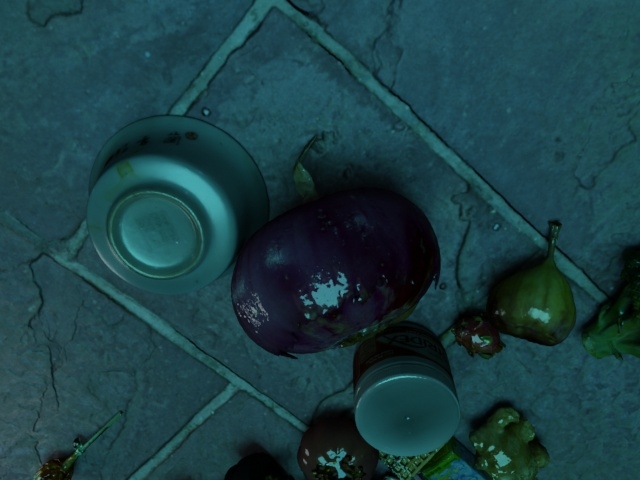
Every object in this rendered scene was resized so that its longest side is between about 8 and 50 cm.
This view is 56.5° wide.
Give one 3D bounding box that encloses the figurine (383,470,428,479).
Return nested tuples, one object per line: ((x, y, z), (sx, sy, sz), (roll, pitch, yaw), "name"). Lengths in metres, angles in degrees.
((0.189, 0.562, 1.392), (0.129, 0.054, 0.072), (-26, 95, 21), "figurine")

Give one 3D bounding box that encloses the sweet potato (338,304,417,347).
((0.115, 0.156, 1.204), (0.202, 0.055, 0.058), (-32, 95, 14), "sweet potato")

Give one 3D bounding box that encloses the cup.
((-0.276, -0.038, 1.079), (0.348, 0.163, 0.346), (1, 115, 2), "cup")

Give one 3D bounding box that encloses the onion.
((0.004, 0.039, 1.010), (0.345, 0.358, 0.358), (40, 112, 10), "onion")

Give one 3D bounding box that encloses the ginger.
((0.418, 0.474, 1.312), (0.157, 0.102, 0.216), (-41, 103, -10), "ginger")

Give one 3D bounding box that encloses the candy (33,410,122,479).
((-0.559, 0.492, 1.384), (0.288, 0.084, 0.078), (-43, 102, 11), "candy")

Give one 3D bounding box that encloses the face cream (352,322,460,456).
((0.166, 0.292, 1.192), (0.201, 0.187, 0.200), (1, 114, 2), "face cream")

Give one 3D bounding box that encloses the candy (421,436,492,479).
((0.326, 0.542, 1.368), (0.097, 0.062, 0.194), (-42, 107, 18), "candy")

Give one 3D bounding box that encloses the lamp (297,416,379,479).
((0.038, 0.479, 1.310), (0.182, 0.140, 0.181), (0, 110, 1), "lamp")

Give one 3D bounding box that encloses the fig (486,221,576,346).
((0.413, 0.091, 1.115), (0.160, 0.143, 0.230), (23, 116, 12), "fig")

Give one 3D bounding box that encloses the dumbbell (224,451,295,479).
((-0.221, 0.626, 1.364), (0.389, 0.185, 0.185), (-32, 109, 15), "dumbbell")

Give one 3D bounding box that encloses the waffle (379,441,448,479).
((0.201, 0.459, 1.326), (0.102, 0.042, 0.148), (42, 109, 11), "waffle")

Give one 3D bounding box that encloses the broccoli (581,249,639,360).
((0.627, 0.166, 1.111), (0.254, 0.269, 0.269), (44, 109, -10), "broccoli")

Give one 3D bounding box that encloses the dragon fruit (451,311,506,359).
((0.322, 0.196, 1.198), (0.116, 0.086, 0.081), (36, 106, -10), "dragon fruit")
